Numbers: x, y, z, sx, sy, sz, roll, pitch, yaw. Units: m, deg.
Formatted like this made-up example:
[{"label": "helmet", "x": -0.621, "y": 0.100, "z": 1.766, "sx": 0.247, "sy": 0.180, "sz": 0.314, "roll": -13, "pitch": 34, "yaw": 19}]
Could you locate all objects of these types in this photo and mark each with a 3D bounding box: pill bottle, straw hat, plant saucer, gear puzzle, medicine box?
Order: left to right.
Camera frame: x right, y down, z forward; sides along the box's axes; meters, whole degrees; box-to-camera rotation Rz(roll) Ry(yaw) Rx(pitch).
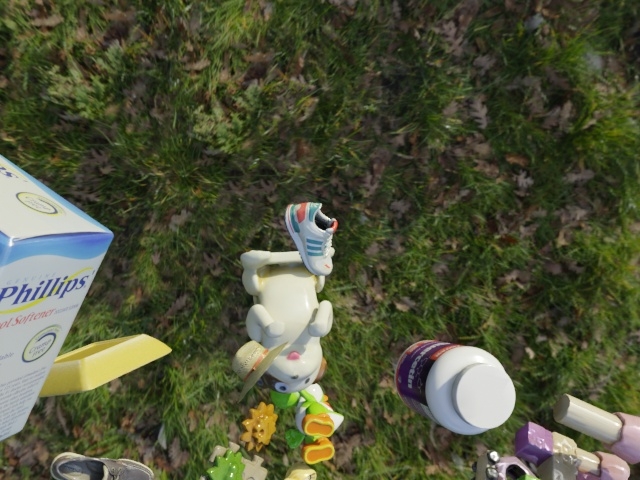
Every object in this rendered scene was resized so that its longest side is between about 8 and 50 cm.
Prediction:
[{"label": "medicine box", "x": -0.416, "y": 0.047, "z": 0.606, "sx": 0.263, "sy": 0.149, "sz": 0.289, "roll": 32, "pitch": 104, "yaw": 12}, {"label": "plant saucer", "x": -0.671, "y": 0.359, "z": 1.672, "sx": 0.333, "sy": 0.333, "sz": 0.081, "roll": -13, "pitch": 92, "yaw": 28}, {"label": "gear puzzle", "x": -0.144, "y": 0.435, "z": 0.939, "sx": 0.175, "sy": 0.044, "sz": 0.338, "roll": 51, "pitch": 56, "yaw": -45}, {"label": "straw hat", "x": -0.126, "y": 0.219, "z": 1.029, "sx": 0.061, "sy": 0.144, "sz": 0.144, "roll": 40, "pitch": 86, "yaw": 3}, {"label": "pill bottle", "x": 0.292, "y": 0.319, "z": 1.258, "sx": 0.182, "sy": 0.323, "sz": 0.181, "roll": 1, "pitch": 83, "yaw": -10}]

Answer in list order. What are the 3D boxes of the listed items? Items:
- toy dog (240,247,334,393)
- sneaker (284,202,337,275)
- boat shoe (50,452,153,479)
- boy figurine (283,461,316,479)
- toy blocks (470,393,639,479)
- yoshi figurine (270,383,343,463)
[{"label": "toy dog", "x": -0.117, "y": 0.257, "z": 1.732, "sx": 0.285, "sy": 0.395, "sz": 0.407, "roll": 0, "pitch": 73, "yaw": -24}, {"label": "sneaker", "x": 0.000, "y": 0.000, "z": 0.993, "sx": 0.075, "sy": 0.057, "sz": 0.161, "roll": -11, "pitch": 126, "yaw": 24}, {"label": "boat shoe", "x": -0.613, "y": 0.666, "z": 1.606, "sx": 0.285, "sy": 0.092, "sz": 0.102, "roll": 22, "pitch": 73, "yaw": -20}, {"label": "boy figurine", "x": -0.095, "y": 0.784, "z": 1.673, "sx": 0.092, "sy": 0.285, "sz": 0.177, "roll": 11, "pitch": 117, "yaw": 17}, {"label": "toy blocks", "x": 0.392, "y": 0.431, "z": 0.810, "sx": 0.260, "sy": 0.309, "sz": 0.288, "roll": 23, "pitch": 46, "yaw": 0}, {"label": "yoshi figurine", "x": -0.073, "y": 0.559, "z": 1.871, "sx": 0.203, "sy": 0.362, "sz": 0.203, "roll": -41, "pitch": 110, "yaw": 1}]
